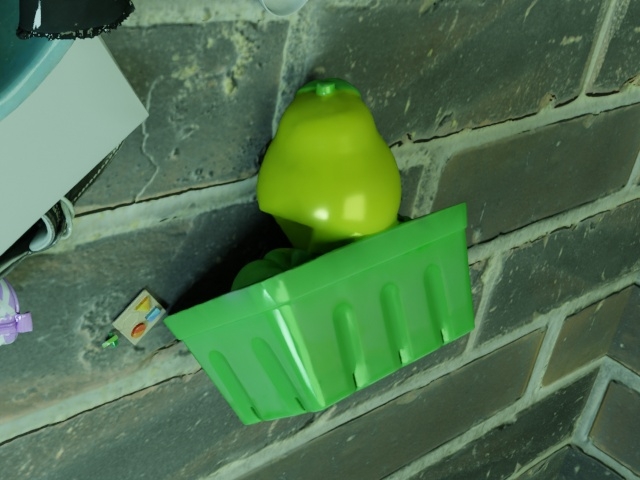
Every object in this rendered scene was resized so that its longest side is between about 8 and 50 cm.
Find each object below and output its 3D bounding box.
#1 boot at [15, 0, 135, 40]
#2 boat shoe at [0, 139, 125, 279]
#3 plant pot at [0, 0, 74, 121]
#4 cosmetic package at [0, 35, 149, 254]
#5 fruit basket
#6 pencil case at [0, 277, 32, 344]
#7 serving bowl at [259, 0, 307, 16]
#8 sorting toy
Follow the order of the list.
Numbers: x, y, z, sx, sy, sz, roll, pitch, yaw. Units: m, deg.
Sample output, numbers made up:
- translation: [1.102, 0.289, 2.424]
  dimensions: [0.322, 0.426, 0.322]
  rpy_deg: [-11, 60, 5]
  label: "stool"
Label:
- translation: [-0.145, -0.147, 0.515]
  dimensions: [0.121, 0.045, 0.099]
  rpy_deg: [-26, 139, -37]
  label: "boot"
- translation: [-0.283, -0.028, 0.951]
  dimensions: [0.335, 0.119, 0.121]
  rpy_deg: [-46, 143, -28]
  label: "boat shoe"
- translation: [-0.335, -0.240, 0.539]
  dimensions: [0.341, 0.334, 0.341]
  rpy_deg: [-31, 138, -33]
  label: "plant pot"
- translation: [-0.342, -0.060, 0.800]
  dimensions: [0.365, 0.197, 0.155]
  rpy_deg: [-48, 145, -14]
  label: "cosmetic package"
- translation: [0.000, 0.000, 1.279]
  dimensions: [0.392, 0.283, 0.392]
  rpy_deg: [13, 68, -35]
  label: "fruit basket"
- translation: [-0.385, 0.089, 0.964]
  dimensions: [0.206, 0.088, 0.086]
  rpy_deg: [-23, 120, -41]
  label: "pencil case"
- translation: [-0.042, -0.289, 1.125]
  dimensions: [0.083, 0.027, 0.083]
  rpy_deg: [-32, 139, -32]
  label: "serving bowl"
- translation: [-0.225, 0.104, 1.237]
  dimensions: [0.083, 0.012, 0.062]
  rpy_deg: [-48, 145, -12]
  label: "sorting toy"
